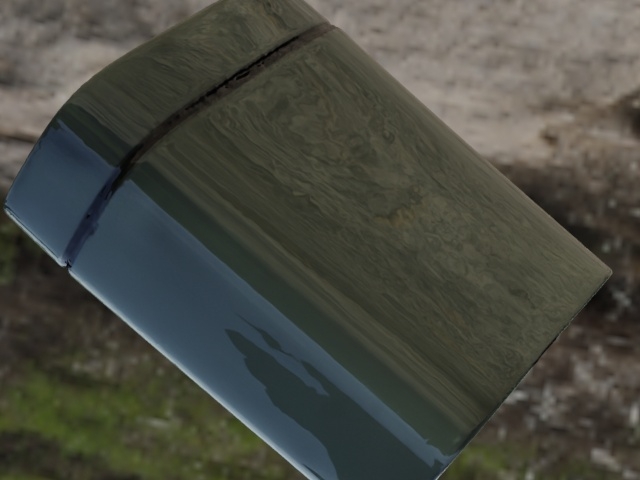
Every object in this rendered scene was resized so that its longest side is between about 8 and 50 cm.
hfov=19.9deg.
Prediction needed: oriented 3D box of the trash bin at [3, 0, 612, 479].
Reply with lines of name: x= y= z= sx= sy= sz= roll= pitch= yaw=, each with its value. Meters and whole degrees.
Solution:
trash bin: x=0.000 y=0.000 z=0.487 sx=0.130 sy=0.116 sz=0.059 roll=41 pitch=128 yaw=7
